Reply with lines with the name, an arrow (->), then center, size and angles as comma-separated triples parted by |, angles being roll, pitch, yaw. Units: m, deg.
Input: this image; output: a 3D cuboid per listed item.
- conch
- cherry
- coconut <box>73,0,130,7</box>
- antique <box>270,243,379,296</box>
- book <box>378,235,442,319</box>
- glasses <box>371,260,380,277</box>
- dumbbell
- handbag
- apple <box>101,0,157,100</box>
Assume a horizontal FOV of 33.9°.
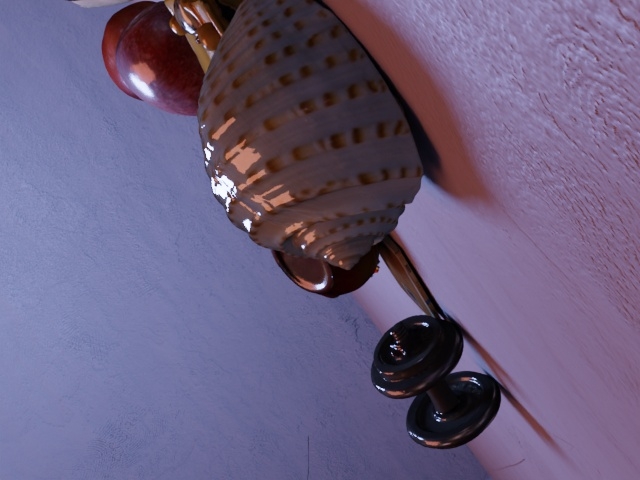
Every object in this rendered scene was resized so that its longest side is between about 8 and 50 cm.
conch -> -0.034, -0.119, 1.178 | 0.319, 0.215, 0.303 | 51, 166, 6
cherry -> -0.255, -0.320, 1.915 | 0.239, 0.206, 0.239 | 48, 163, 20
coconut -> -0.357, -0.473, 1.669 | 0.234, 0.224, 0.224 | 51, 176, 4
antique -> 0.000, 0.000, 1.907 | 0.224, 0.129, 0.278 | 30, 147, 13
book -> 0.150, 0.054, 1.976 | 0.170, 0.018, 0.241 | 48, 174, 49
glasses -> 0.047, -0.031, 2.033 | 0.162, 0.095, 0.255 | 25, 155, 47
dumbbell -> 0.211, 0.264, 1.936 | 0.290, 0.192, 0.192 | 56, 175, -24
handbag -> -0.110, -0.253, 1.511 | 0.283, 0.133, 0.401 | 59, 174, -21
apple -> -0.391, -0.434, 2.418 | 0.201, 0.218, 0.218 | 47, 175, 24
